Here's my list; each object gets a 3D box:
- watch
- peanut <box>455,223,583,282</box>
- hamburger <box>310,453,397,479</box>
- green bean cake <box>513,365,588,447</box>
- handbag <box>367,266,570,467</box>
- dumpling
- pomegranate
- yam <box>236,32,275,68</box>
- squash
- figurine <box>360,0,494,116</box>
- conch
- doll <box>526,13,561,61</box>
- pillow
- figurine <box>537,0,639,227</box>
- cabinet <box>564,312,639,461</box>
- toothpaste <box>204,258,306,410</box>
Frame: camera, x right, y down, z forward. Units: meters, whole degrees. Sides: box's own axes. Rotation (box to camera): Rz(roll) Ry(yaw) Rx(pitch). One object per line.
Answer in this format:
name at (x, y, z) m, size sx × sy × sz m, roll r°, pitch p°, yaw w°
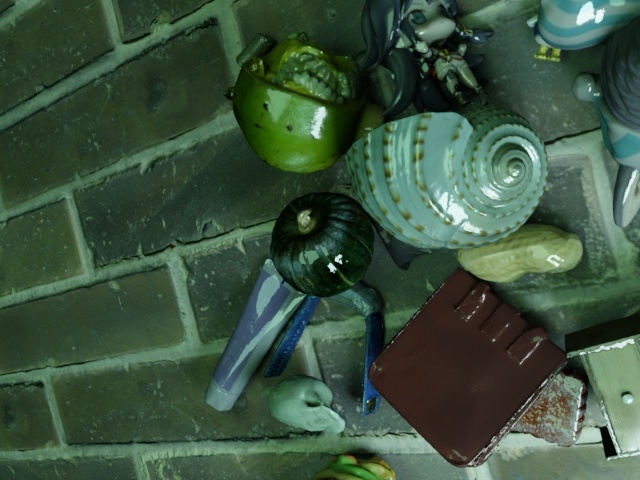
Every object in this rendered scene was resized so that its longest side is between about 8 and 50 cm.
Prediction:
watch at (0.006, 0.203, 1.427) m, size 0.276 × 0.068 × 0.274 m, roll 12°, pitch 110°, yaw 31°
peanut at (0.336, 0.022, 1.153) m, size 0.214 × 0.090 × 0.098 m, roll -8°, pitch 82°, yaw 35°
hamburger at (0.085, 0.540, 1.381) m, size 0.237 × 0.149 × 0.237 m, roll 13°, pitch 115°, yaw 31°
green bean cake at (0.394, 0.278, 1.182) m, size 0.136 × 0.056 × 0.135 m, roll 12°, pitch 102°, yaw 32°
handbag at (0.251, 0.220, 1.174) m, size 0.260 × 0.084 × 0.275 m, roll 40°, pitch 91°, yaw 33°
dumpling at (-0.028, 0.334, 1.394) m, size 0.219 × 0.153 × 0.108 m, roll 6°, pitch 76°, yaw 49°
pomegranate at (-0.005, -0.236, 1.250) m, size 0.341 × 0.260 × 0.260 m, roll 25°, pitch 114°, yaw 1°
yam at (-0.136, -0.398, 1.415) m, size 0.094 × 0.043 × 0.043 m, roll -42°, pitch 76°, yaw 31°
squash at (0.002, 0.004, 1.306) m, size 0.218 × 0.172 × 0.218 m, roll -30°, pitch 50°, yaw 44°
figurine at (0.172, -0.326, 1.154) m, size 0.197 × 0.175 × 0.265 m, roll -13°, pitch 83°, yaw 39°
conch at (0.198, -0.085, 1.106) m, size 0.319 × 0.303 × 0.215 m, roll 136°, pitch 130°, yaw -62°
doll at (0.382, -0.359, 1.077) m, size 0.099 × 0.058 × 0.143 m, roll 22°, pitch 105°, yaw 28°
pillow at (0.145, -0.020, 1.296) m, size 0.090 × 0.048 × 0.150 m, roll -36°, pitch 80°, yaw 34°
figurine at (0.437, -0.199, 0.939) m, size 0.361 × 0.266 × 0.377 m, roll 18°, pitch 109°, yaw 28°
cabinet at (0.502, 0.207, 1.015) m, size 0.215 × 0.148 × 0.175 m, roll -20°, pitch 87°, yaw 21°
toothpaste at (-0.157, 0.226, 1.528) m, size 0.125 × 0.080 × 0.371 m, roll 37°, pitch 112°, yaw 23°
